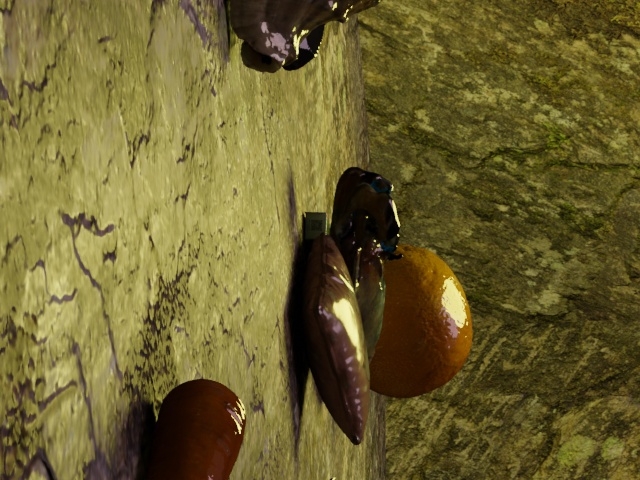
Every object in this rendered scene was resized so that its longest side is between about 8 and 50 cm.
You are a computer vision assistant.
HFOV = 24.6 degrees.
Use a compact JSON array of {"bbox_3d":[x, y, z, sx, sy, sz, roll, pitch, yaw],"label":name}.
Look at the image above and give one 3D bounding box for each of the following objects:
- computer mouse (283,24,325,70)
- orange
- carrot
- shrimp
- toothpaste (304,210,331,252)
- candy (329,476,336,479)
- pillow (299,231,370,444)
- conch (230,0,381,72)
[{"bbox_3d":[-0.036,-0.290,1.669,0.122,0.073,0.217,61,31,-35],"label":"computer mouse"},{"bbox_3d":[0.139,0.132,2.514,0.264,0.264,0.264,-3,90,-85],"label":"orange"},{"bbox_3d":[-0.093,0.173,0.935,0.257,0.061,0.061,-76,164,-55],"label":"carrot"},{"bbox_3d":[0.057,0.063,2.180,0.446,0.109,0.221,98,4,-50],"label":"shrimp"},{"bbox_3d":[0.000,0.000,2.175,0.164,0.034,0.046,72,20,-72],"label":"toothpaste"},{"bbox_3d":[0.012,0.451,1.907,0.145,0.070,0.275,-70,160,-56],"label":"candy"},{"bbox_3d":[0.018,0.129,1.983,0.236,0.084,0.223,-91,170,-65],"label":"pillow"},{"bbox_3d":[0.008,-0.305,1.497,0.210,0.158,0.291,68,28,-52],"label":"conch"}]
